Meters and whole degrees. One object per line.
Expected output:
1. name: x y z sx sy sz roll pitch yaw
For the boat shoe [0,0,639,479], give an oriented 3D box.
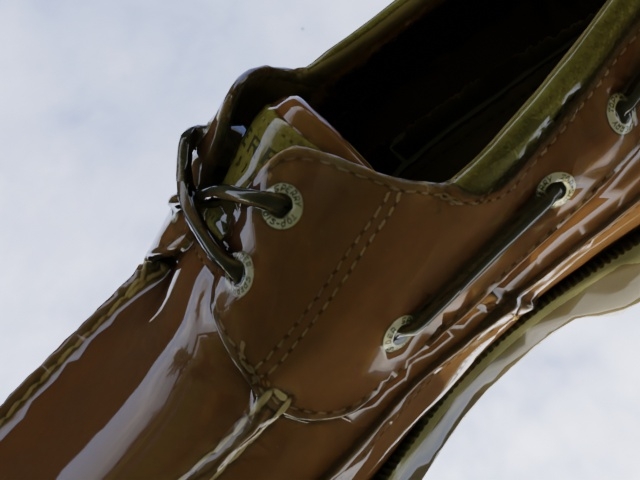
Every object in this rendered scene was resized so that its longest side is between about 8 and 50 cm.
1. boat shoe: 0.000 0.000 0.454 0.307 0.111 0.104 -39 -47 -11
